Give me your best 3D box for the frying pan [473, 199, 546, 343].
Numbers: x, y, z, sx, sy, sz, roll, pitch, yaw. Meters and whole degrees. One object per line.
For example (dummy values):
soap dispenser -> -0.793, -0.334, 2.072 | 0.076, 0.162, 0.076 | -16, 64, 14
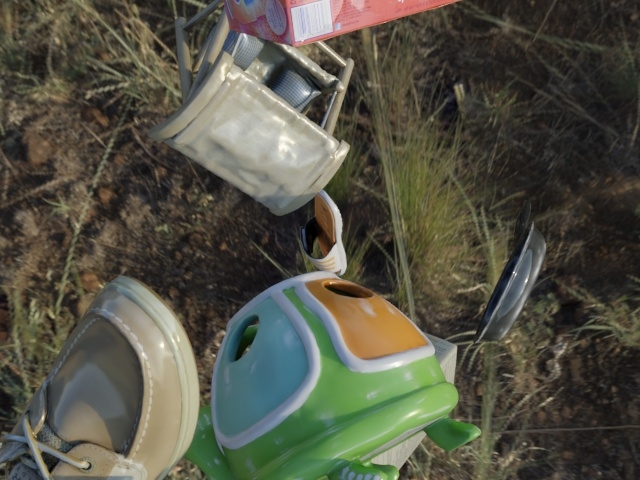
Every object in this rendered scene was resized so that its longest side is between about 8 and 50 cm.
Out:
frying pan -> 0.293, 0.054, 1.175 | 0.053, 0.326, 0.197 | 26, 106, 10

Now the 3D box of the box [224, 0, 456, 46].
box -> 0.048, -0.323, 0.817 | 0.300, 0.154, 0.142 | -24, 32, -26

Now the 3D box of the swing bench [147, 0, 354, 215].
swing bench -> -0.091, -0.214, 1.152 | 0.165, 0.253, 0.254 | -24, 49, 37

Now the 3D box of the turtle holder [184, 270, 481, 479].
turtle holder -> -0.008, 0.178, 0.843 | 0.243, 0.320, 0.227 | -18, 70, -28

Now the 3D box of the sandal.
sandal -> -0.006, -0.008, 1.569 | 0.076, 0.265, 0.102 | -29, 59, -13

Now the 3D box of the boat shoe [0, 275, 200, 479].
boat shoe -> -0.174, 0.156, 0.551 | 0.109, 0.098, 0.302 | 41, 127, 18

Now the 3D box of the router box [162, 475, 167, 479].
router box -> -0.320, 0.321, 1.214 | 0.081, 0.309, 0.242 | -3, 94, 1

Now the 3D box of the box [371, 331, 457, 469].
box -> 0.108, 0.290, 1.299 | 0.121, 0.311, 0.147 | 19, 123, 29
